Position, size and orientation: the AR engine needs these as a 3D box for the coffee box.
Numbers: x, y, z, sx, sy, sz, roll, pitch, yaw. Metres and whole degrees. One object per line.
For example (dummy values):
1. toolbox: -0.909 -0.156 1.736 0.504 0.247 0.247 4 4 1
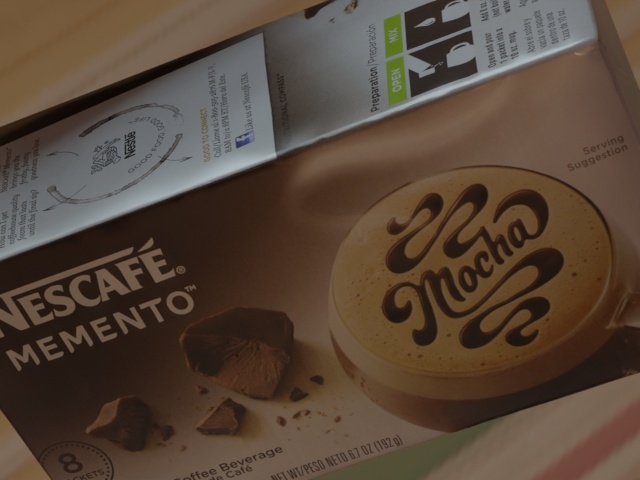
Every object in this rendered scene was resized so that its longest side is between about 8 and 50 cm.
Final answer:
1. coffee box: 0.000 0.000 0.787 0.297 0.119 0.168 -19 -56 13
